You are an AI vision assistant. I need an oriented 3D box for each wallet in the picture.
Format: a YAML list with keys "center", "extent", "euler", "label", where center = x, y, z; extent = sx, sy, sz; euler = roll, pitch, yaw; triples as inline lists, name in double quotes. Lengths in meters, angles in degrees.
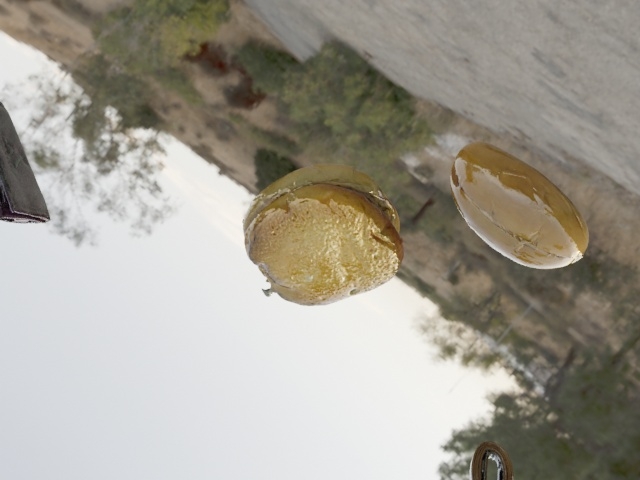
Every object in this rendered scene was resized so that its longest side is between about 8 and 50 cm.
- center: [-0.376, -0.097, 0.928]
  extent: [0.111, 0.030, 0.166]
  euler: [49, -162, -84]
  label: "wallet"

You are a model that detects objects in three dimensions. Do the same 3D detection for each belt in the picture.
- center: [0.236, 0.322, 1.090]
  extent: [0.059, 0.083, 0.036]
  euler: [4, 152, 7]
  label: "belt"

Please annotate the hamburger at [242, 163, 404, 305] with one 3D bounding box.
- center: [0.000, 0.000, 1.525]
  extent: [0.290, 0.314, 0.170]
  euler: [57, -159, -31]
  label: "hamburger"

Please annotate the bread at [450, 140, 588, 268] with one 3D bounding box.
- center: [0.215, -0.036, 0.895]
  extent: [0.189, 0.077, 0.114]
  euler: [41, 155, 22]
  label: "bread"
